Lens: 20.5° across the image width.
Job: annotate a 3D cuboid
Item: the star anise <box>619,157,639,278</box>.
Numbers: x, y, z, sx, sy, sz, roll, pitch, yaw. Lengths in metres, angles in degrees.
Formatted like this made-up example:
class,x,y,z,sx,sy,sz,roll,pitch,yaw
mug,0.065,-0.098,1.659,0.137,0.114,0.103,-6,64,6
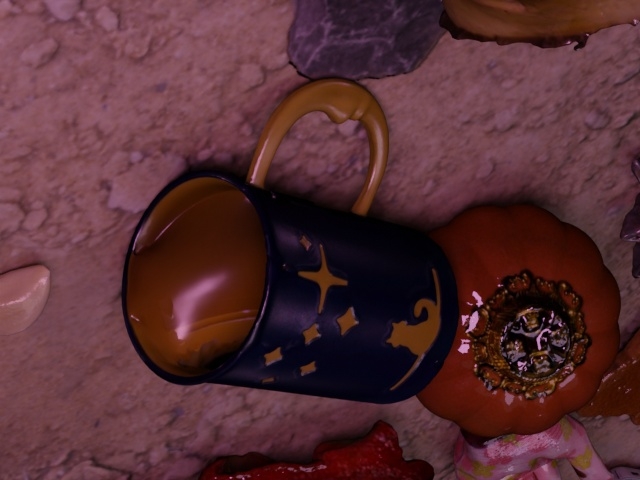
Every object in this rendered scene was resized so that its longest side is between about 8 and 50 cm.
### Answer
class,x,y,z,sx,sy,sz,roll,pitch,yaw
star anise,0.402,-0.042,1.778,0.231,0.089,0.209,-5,146,-24

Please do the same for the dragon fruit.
class,x,y,z,sx,sy,sz,roll,pitch,yaw
dragon fruit,-0.065,0.300,1.819,0.329,0.228,0.286,-49,176,-12

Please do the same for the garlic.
class,x,y,z,sx,sy,sz,roll,pitch,yaw
garlic,-0.260,0.052,1.454,0.083,0.041,0.053,-14,133,-12

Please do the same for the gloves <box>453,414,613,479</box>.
class,x,y,z,sx,sy,sz,roll,pitch,yaw
gloves,0.230,0.256,1.951,0.145,0.126,0.241,-48,143,-21

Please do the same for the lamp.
class,x,y,z,sx,sy,sz,roll,pitch,yaw
lamp,0.174,0.075,1.654,0.223,0.196,0.223,-2,100,-11

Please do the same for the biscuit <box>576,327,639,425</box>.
class,x,y,z,sx,sy,sz,roll,pitch,yaw
biscuit,0.396,0.135,1.999,0.280,0.043,0.183,-19,143,-25

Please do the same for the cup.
class,x,y,z,sx,sy,sz,roll,pitch,yaw
cup,0.007,0.018,1.496,0.256,0.178,0.255,11,125,-45

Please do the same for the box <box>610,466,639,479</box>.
class,x,y,z,sx,sy,sz,roll,pitch,yaw
box,0.418,0.350,2.242,0.285,0.044,0.142,14,126,-43

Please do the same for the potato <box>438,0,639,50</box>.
class,x,y,z,sx,sy,sz,roll,pitch,yaw
potato,0.178,-0.300,1.243,0.300,0.289,0.237,-10,131,28
